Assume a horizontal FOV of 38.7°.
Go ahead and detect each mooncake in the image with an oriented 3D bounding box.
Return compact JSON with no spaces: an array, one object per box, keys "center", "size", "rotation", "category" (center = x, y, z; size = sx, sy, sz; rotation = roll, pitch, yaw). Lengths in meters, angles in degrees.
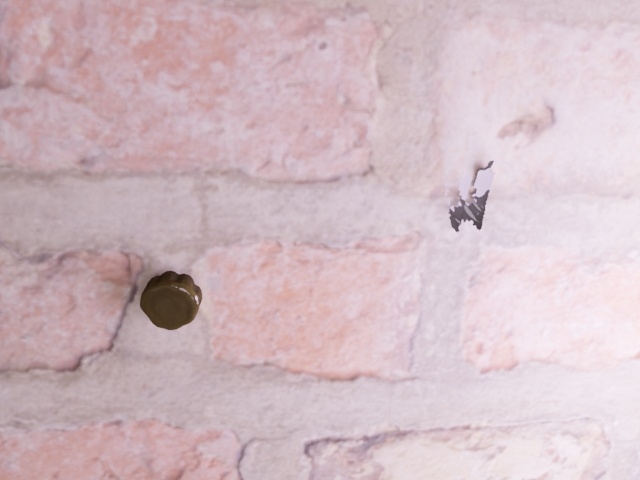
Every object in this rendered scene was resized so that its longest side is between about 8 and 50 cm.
[{"center":[0.003,0.008,0.856],"size":[0.347,0.057,0.150],"rotation":[-5,126,-11],"category":"mooncake"}]
